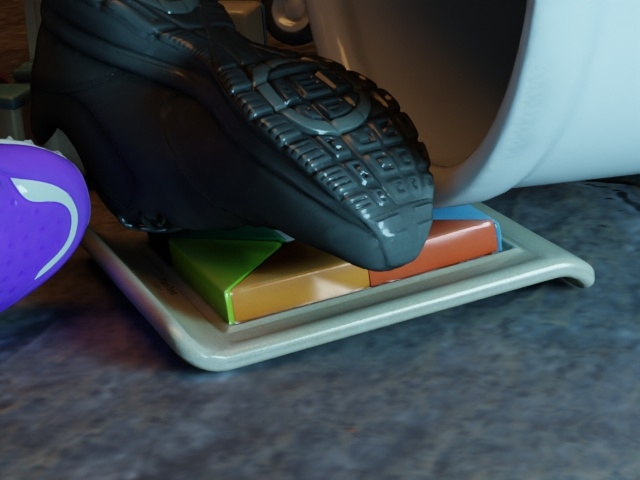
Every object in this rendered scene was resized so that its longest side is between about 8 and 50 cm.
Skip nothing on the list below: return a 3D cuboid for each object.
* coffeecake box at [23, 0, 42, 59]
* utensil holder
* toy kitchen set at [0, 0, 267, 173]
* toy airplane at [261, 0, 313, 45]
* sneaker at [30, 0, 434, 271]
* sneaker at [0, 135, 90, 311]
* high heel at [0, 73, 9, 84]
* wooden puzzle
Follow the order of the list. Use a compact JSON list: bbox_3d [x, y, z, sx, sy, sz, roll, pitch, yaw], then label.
[{"bbox_3d":[-0.205,-0.254,1.651,0.068,0.142,0.185,3,20,17],"label":"coffeecake box"},{"bbox_3d":[0.217,-0.196,1.006,0.386,0.327,0.327,-6,18,-20],"label":"utensil holder"},{"bbox_3d":[-0.122,-0.115,1.253,0.207,0.122,0.166,2,19,15],"label":"toy kitchen set"},{"bbox_3d":[0.155,-0.272,1.422,0.384,0.272,0.386,5,2,-25],"label":"toy airplane"},{"bbox_3d":[-0.054,-0.050,0.971,0.109,0.130,0.286,-9,36,-45],"label":"sneaker"},{"bbox_3d":[-0.224,0.037,0.876,0.293,0.102,0.146,-21,29,-30],"label":"sneaker"},{"bbox_3d":[-0.336,-0.098,1.344,0.117,0.082,0.244,15,20,15],"label":"high heel"},{"bbox_3d":[0.000,0.000,1.007,0.239,0.044,0.221,-10,19,-19],"label":"wooden puzzle"}]
